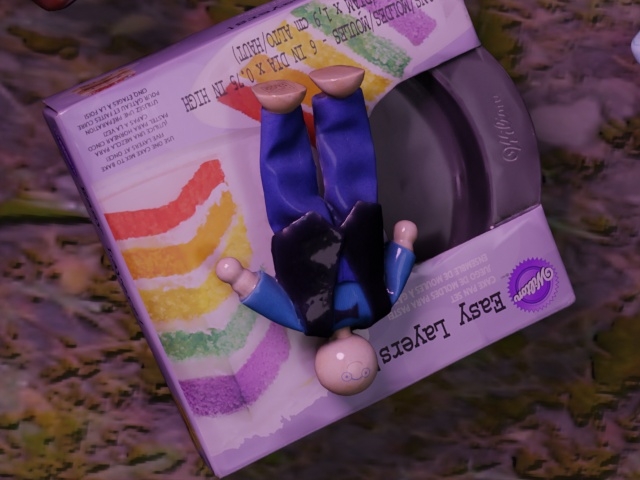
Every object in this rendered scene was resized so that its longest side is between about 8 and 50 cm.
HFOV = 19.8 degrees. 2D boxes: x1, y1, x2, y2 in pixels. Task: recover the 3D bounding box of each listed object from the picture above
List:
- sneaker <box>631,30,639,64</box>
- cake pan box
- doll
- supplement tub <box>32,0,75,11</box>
[{"bbox_3d":[0.337,-0.210,1.143,0.150,0.135,0.366,41,85,-25],"label":"sneaker"},{"bbox_3d":[0.002,-0.022,1.109,0.267,0.070,0.245,-24,105,-12],"label":"cake pan box"},{"bbox_3d":[0.000,0.000,1.052,0.129,0.046,0.189,-17,108,-23],"label":"doll"},{"bbox_3d":[-0.195,-0.220,1.001,0.198,0.106,0.106,35,87,-20],"label":"supplement tub"}]
